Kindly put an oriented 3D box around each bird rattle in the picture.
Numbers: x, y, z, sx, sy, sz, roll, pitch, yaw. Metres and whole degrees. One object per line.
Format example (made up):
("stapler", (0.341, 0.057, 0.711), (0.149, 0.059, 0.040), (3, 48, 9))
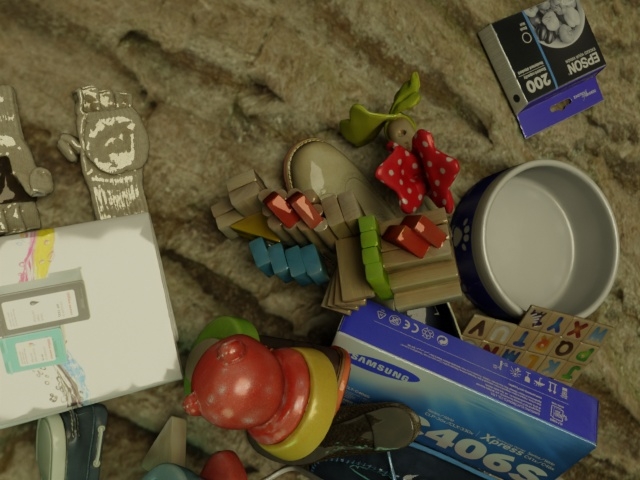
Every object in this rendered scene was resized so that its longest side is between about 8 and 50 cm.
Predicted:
("bird rattle", (0.146, -0.116, 0.929), (0.143, 0.253, 0.207), (-36, 136, 8))

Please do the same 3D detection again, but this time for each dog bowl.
("dog bowl", (0.347, 0.007, 1.050), (0.265, 0.104, 0.264), (2, 83, -20))

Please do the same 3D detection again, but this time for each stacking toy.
("stacking toy", (-0.152, 0.215, 0.727), (0.130, 0.279, 0.309), (27, 91, -36))

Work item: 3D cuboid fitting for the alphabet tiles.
("alphabet tiles", (0.312, 0.186, 1.007), (0.237, 0.009, 0.198), (15, 118, -18))

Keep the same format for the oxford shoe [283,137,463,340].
("oxford shoe", (0.091, 0.014, 0.934), (0.140, 0.146, 0.397), (-37, 97, -19))

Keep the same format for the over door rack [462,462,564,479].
("over door rack", (0.308, 0.483, 0.987), (0.239, 0.108, 0.324), (-30, 95, -19))

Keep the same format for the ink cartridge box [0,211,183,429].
("ink cartridge box", (-0.322, 0.095, 0.752), (0.270, 0.198, 0.197), (-11, 87, -21))

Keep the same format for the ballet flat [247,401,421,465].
("ballet flat", (0.017, 0.255, 0.875), (0.250, 0.058, 0.084), (-12, 82, 23))

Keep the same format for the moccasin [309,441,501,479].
("moccasin", (0.144, 0.357, 0.866), (0.342, 0.137, 0.117), (13, 42, 11))

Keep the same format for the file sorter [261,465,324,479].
("file sorter", (-0.026, 0.465, 0.827), (0.173, 0.193, 0.277), (-25, 93, -23))

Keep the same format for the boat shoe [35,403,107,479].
("boat shoe", (-0.298, 0.316, 0.781), (0.079, 0.095, 0.254), (-4, 103, -36))

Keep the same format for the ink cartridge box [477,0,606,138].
("ink cartridge box", (0.405, -0.312, 1.136), (0.206, 0.045, 0.208), (-27, 95, -20))

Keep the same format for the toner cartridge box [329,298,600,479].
("toner cartridge box", (0.172, 0.212, 0.873), (0.348, 0.165, 0.075), (23, 45, 5))

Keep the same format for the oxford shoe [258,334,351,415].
("oxford shoe", (-0.042, 0.167, 0.804), (0.098, 0.271, 0.097), (21, 74, -16))

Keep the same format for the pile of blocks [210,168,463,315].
("pile of blocks", (0.000, 0.000, 0.811), (0.362, 0.112, 0.149), (11, 71, 23))

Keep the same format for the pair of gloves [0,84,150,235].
("pair of gloves", (-0.346, -0.108, 0.847), (0.240, 0.042, 0.204), (-3, 85, -21))
